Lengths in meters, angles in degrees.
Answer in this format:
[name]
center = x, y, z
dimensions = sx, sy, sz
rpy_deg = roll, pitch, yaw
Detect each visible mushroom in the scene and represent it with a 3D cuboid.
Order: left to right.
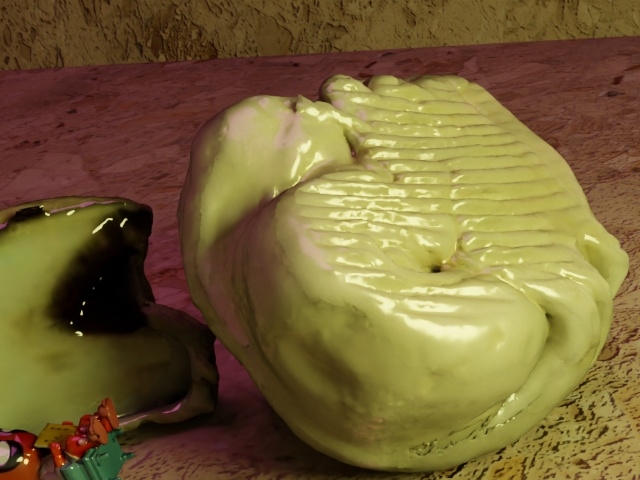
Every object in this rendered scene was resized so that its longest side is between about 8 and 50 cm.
[mushroom]
center = -0.239, 0.063, 1.054
dimensions = 0.292, 0.217, 0.212
rpy_deg = -10, 16, -5

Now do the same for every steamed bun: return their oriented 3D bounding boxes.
[steamed bun]
center = 0.046, 0.028, 1.005
dimensions = 0.339, 0.247, 0.352
rpy_deg = -9, 52, -39

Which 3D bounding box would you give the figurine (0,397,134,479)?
[figurine]
center = -0.217, 0.173, 0.952
dimensions = 0.140, 0.075, 0.068
rpy_deg = -16, 19, 10
